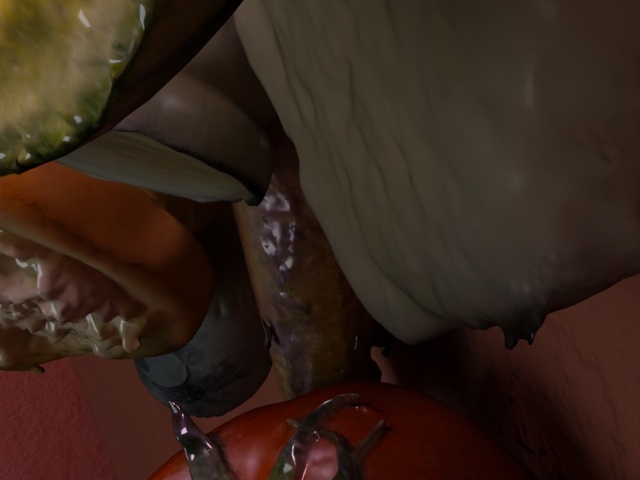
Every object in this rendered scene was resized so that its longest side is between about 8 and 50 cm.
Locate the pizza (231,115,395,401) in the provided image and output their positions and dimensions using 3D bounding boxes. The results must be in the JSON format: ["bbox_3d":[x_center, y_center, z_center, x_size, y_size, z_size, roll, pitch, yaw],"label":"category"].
[{"bbox_3d":[0.000,0.000,0.875,0.305,0.086,0.161,80,175,-49],"label":"pizza"}]

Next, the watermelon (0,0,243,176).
[{"bbox_3d":[-0.090,-0.197,0.365,0.331,0.189,0.330,30,144,24],"label":"watermelon"}]

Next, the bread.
[{"bbox_3d":[-0.155,-0.065,0.921,0.211,0.270,0.315,11,159,28],"label":"bread"}]

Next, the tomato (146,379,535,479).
[{"bbox_3d":[0.008,0.194,0.790,0.224,0.256,0.256,51,180,-38],"label":"tomato"}]

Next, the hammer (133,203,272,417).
[{"bbox_3d":[-0.109,-0.035,1.227,0.202,0.113,0.305,102,154,-57],"label":"hammer"}]

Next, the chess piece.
[{"bbox_3d":[-0.056,-0.147,0.718,0.133,0.133,0.243,160,126,-75],"label":"chess piece"}]

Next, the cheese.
[{"bbox_3d":[0.048,-0.107,0.533,0.318,0.115,0.326,-129,23,-51],"label":"cheese"}]
